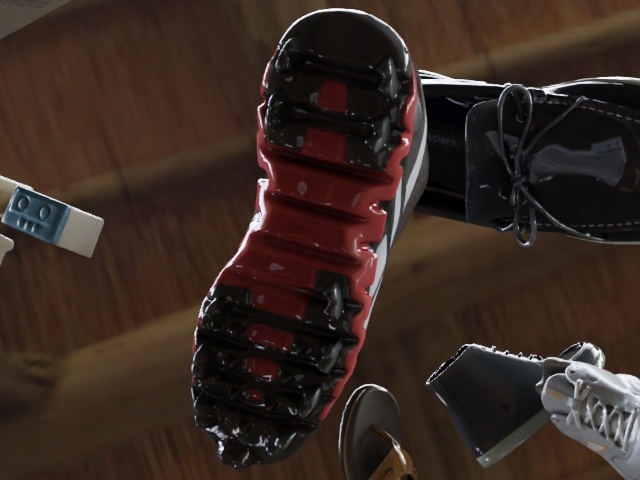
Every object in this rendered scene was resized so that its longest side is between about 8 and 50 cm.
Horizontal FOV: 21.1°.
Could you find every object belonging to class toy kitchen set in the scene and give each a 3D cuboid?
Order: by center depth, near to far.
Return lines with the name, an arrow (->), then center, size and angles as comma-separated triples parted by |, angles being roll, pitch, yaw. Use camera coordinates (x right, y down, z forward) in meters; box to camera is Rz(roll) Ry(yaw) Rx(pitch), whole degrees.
toy kitchen set -> -0.339, 0.039, 1.707 | 0.166, 0.122, 0.207 | 21, -91, 40

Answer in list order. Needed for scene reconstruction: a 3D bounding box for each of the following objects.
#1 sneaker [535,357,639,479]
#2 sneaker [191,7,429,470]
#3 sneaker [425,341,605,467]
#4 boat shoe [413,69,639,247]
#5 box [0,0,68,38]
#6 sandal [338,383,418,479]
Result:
sneaker -> 0.283, 0.180, 1.709 | 0.121, 0.099, 0.262 | 23, -178, -12
sneaker -> 0.001, 0.000, 1.011 | 0.098, 0.276, 0.135 | 18, -168, 13
sneaker -> 0.216, 0.140, 1.864 | 0.222, 0.083, 0.118 | -34, -95, -42
boat shoe -> 0.211, -0.086, 1.823 | 0.500, 0.186, 0.156 | 11, -158, 25
box -> -0.220, -0.169, 0.962 | 0.094, 0.113, 0.275 | 1, 174, -29
sandal -> 0.063, 0.255, 1.729 | 0.060, 0.090, 0.219 | -8, -108, 40
